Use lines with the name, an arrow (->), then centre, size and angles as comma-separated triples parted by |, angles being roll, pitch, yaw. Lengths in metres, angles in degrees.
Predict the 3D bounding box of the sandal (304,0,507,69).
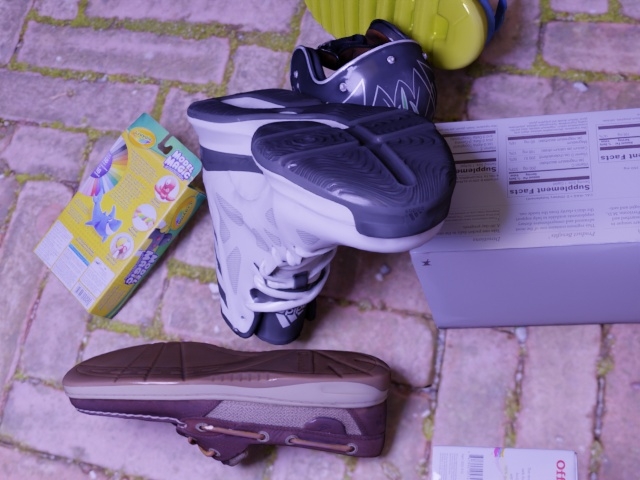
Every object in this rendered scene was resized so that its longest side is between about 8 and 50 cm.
sandal -> 0.105, -0.303, 1.216 | 0.138, 0.126, 0.317 | -26, 47, -39

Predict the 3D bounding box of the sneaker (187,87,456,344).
sneaker -> 0.001, 0.000, 0.980 | 0.169, 0.257, 0.447 | -14, 20, -21

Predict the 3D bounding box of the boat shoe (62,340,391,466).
boat shoe -> -0.098, 0.181, 1.019 | 0.342, 0.123, 0.123 | 0, 103, 0

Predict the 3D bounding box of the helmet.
helmet -> 0.055, -0.165, 1.117 | 0.169, 0.169, 0.161 | -38, 48, -5

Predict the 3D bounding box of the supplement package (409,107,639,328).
supplement package -> 0.233, -0.014, 0.980 | 0.262, 0.204, 0.145 | -2, 64, 14

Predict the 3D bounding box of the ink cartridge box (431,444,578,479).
ink cartridge box -> 0.158, 0.225, 0.828 | 0.122, 0.052, 0.088 | -2, 64, 17

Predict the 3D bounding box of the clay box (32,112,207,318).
clay box -> -0.234, -0.032, 1.173 | 0.127, 0.053, 0.222 | 42, 94, 27
